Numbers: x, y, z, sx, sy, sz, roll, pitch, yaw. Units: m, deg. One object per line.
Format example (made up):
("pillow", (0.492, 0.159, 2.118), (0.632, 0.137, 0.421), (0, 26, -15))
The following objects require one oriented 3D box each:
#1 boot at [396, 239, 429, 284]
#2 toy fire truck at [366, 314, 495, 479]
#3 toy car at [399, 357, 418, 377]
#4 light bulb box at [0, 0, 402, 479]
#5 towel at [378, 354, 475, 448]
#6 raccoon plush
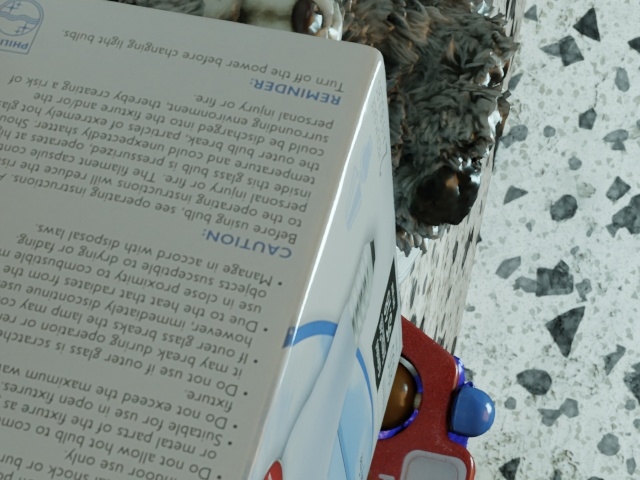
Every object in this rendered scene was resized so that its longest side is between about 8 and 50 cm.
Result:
("boot", (0.120, -0.056, 2.089), (0.258, 0.095, 0.123), (-65, 169, -46))
("toy fire truck", (0.035, 0.207, 1.556), (0.169, 0.254, 0.302), (57, 46, -74))
("toy car", (0.039, 0.156, 1.869), (0.182, 0.159, 0.136), (77, -12, -56))
("light bulb box", (-0.105, 0.117, 0.884), (0.358, 0.225, 0.361), (81, 23, -60))
("towel", (0.052, 0.285, 1.788), (0.308, 0.076, 0.227), (-33, 147, -28))
("raccoon plush", (-0.071, -0.093, 1.145), (0.446, 0.299, 0.216), (142, -47, -57))
